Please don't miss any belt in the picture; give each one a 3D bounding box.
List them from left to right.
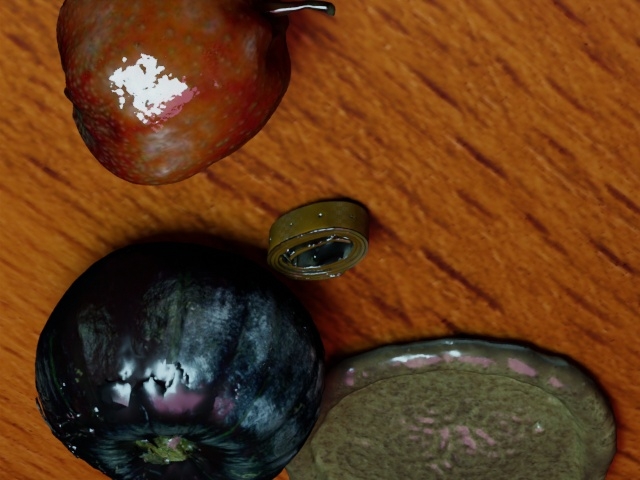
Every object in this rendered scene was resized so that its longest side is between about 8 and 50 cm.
[{"bbox_3d":[0.000,0.000,1.521,0.083,0.036,0.059,-18,137,25],"label":"belt"}]

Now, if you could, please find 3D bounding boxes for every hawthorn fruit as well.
[{"bbox_3d":[-0.080,-0.128,1.319,0.194,0.157,0.157,-21,129,19],"label":"hawthorn fruit"}]

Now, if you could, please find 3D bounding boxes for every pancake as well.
[{"bbox_3d":[0.106,0.179,1.691,0.288,0.033,0.286,6,135,1],"label":"pancake"}]

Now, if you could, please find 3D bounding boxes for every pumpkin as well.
[{"bbox_3d":[-0.111,0.104,1.549,0.233,0.163,0.233,6,147,4],"label":"pumpkin"}]
